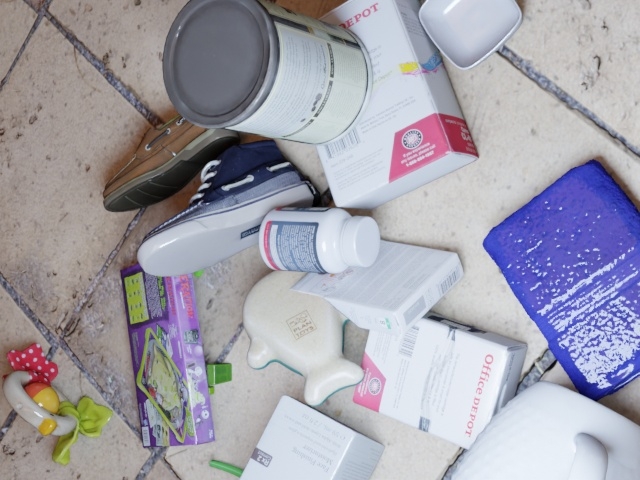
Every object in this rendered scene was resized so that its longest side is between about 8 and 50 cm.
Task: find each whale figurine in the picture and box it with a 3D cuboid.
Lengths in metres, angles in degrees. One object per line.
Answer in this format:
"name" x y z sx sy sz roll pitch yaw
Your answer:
"whale figurine" -0.018 0.167 1.789 0.216 0.141 0.272 -29 50 -5

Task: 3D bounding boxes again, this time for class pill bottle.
"pill bottle" 0.000 0.000 1.746 0.180 0.108 0.108 3 90 33

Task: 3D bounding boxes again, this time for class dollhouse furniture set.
"dollhouse furniture set" -0.241 0.249 1.992 0.151 0.058 0.076 0 88 31

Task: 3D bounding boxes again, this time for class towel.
"towel" 0.411 0.059 1.608 0.227 0.076 0.308 -38 70 17

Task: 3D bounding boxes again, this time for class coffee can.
"coffee can" -0.074 -0.256 1.630 0.201 0.275 0.201 -1 88 33

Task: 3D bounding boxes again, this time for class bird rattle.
"bird rattle" -0.537 0.305 2.096 0.143 0.207 0.253 -41 78 4

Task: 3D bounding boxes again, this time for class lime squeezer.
"lime squeezer" -0.077 0.474 1.904 0.310 0.059 0.110 45 140 22

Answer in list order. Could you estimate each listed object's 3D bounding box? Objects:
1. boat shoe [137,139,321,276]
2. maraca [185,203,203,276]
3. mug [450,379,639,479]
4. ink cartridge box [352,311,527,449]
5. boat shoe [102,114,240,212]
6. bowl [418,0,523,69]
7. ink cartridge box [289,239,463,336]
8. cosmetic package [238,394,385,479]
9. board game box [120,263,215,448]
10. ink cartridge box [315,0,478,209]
"boat shoe" -0.180 -0.061 1.838 0.158 0.340 0.127 56 149 26
"maraca" -0.209 -0.016 1.958 0.186 0.099 0.127 -49 55 29
"mug" 0.316 0.374 1.480 0.276 0.374 0.328 27 83 8
"ink cartridge box" 0.190 0.214 1.713 0.237 0.100 0.172 18 98 31
"boat shoe" -0.288 -0.160 2.011 0.307 0.111 0.104 -29 71 17
"bowl" 0.246 -0.357 1.717 0.142 0.053 0.142 -41 73 22
"ink cartridge box" 0.090 0.069 1.739 0.224 0.181 0.056 8 126 42
"cosmetic package" -0.017 0.379 1.775 0.151 0.151 0.184 23 81 28
"board game box" -0.287 0.206 1.983 0.208 0.056 0.347 -18 79 56
"ink cartridge box" 0.095 -0.231 1.762 0.226 0.131 0.306 -25 75 29
